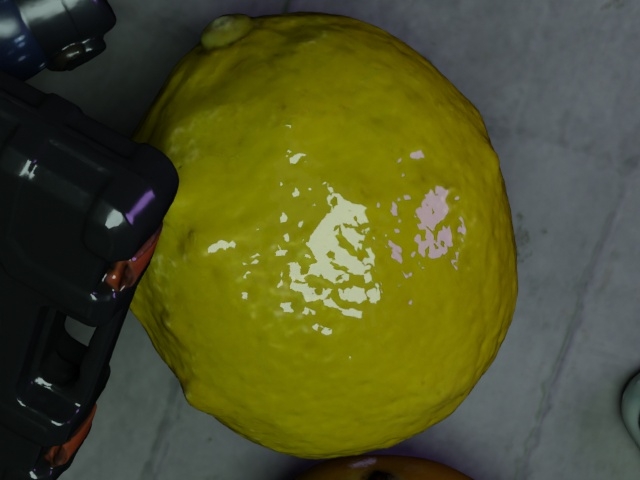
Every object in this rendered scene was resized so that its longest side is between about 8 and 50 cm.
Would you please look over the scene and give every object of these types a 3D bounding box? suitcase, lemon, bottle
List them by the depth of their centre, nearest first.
[{"bbox_3d":[-0.203,0.013,1.055,0.206,0.066,0.285,29,138,3],"label":"suitcase"},{"bbox_3d":[0.000,0.000,1.103,0.234,0.233,0.288,-21,113,-3],"label":"lemon"},{"bbox_3d":[-0.239,-0.097,1.105,0.244,0.072,0.082,-27,90,-1],"label":"bottle"}]

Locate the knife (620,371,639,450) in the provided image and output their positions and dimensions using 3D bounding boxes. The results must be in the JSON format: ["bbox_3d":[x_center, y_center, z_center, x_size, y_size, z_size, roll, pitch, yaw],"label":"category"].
[{"bbox_3d":[0.294,0.190,1.320,0.073,0.040,0.265,-36,111,-7],"label":"knife"}]

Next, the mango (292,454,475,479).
[{"bbox_3d":[0.068,0.240,1.246,0.175,0.139,0.254,-40,119,17],"label":"mango"}]
